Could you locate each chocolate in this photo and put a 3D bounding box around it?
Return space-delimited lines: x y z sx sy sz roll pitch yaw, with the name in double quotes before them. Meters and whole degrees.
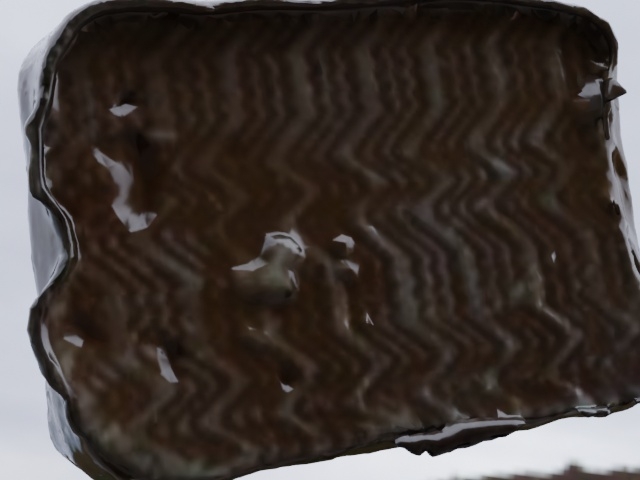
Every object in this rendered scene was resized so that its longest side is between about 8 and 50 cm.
"chocolate" 0.000 0.000 0.558 0.214 0.148 0.093 -4 -9 -23
